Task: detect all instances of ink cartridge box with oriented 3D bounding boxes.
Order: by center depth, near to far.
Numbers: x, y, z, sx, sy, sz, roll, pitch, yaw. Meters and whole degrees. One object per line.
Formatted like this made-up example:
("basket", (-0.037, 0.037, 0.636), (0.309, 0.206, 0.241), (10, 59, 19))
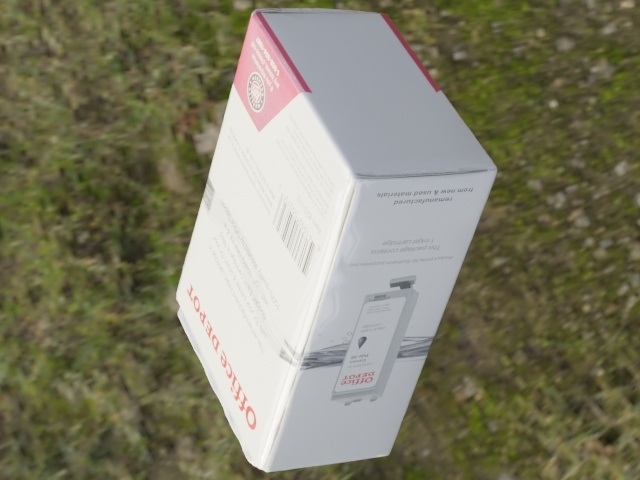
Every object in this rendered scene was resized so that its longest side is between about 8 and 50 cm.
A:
("ink cartridge box", (0.000, 0.000, 1.284), (0.207, 0.117, 0.283), (60, 143, 43))
